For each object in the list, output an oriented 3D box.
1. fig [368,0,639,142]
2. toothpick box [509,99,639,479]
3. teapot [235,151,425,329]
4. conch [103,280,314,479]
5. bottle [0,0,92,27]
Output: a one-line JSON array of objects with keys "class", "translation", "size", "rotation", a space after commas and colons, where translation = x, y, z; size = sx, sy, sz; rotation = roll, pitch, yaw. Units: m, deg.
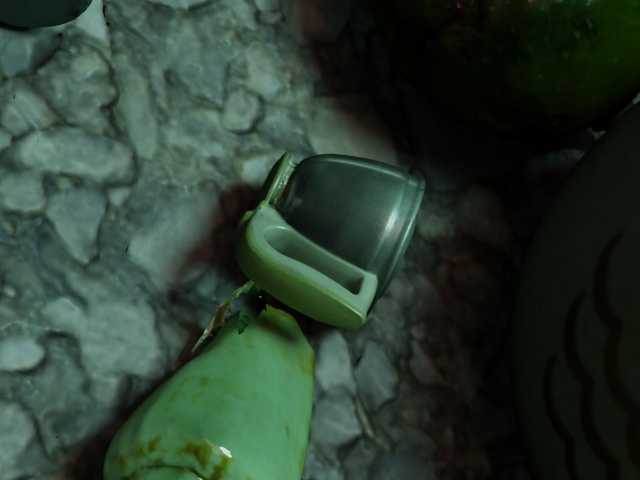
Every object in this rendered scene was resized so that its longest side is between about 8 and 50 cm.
[{"class": "fig", "translation": [0.137, -0.136, 0.873], "size": [0.245, 0.195, 0.195], "rotation": [56, 39, -48]}, {"class": "toothpick box", "translation": [0.352, 0.044, 0.754], "size": [0.409, 0.425, 0.409], "rotation": [14, 63, -28]}, {"class": "teapot", "translation": [0.003, -0.008, 0.753], "size": [0.090, 0.124, 0.092], "rotation": [23, 92, -2]}, {"class": "conch", "translation": [-0.042, 0.101, 0.697], "size": [0.106, 0.079, 0.170], "rotation": [53, 43, -21]}, {"class": "bottle", "translation": [-0.155, -0.259, 0.778], "size": [0.082, 0.082, 0.286], "rotation": [16, 61, -27]}]
